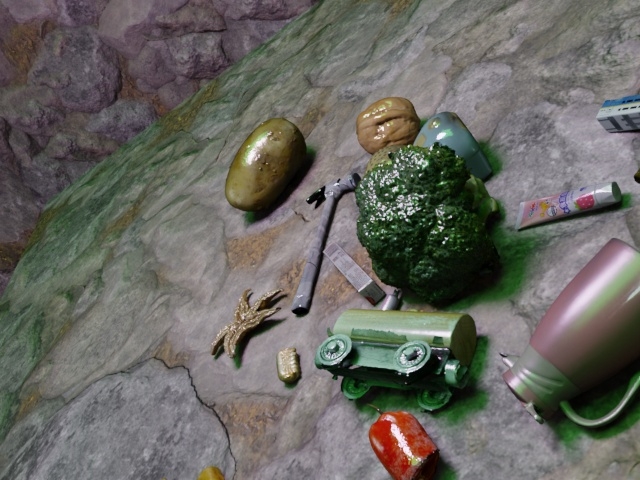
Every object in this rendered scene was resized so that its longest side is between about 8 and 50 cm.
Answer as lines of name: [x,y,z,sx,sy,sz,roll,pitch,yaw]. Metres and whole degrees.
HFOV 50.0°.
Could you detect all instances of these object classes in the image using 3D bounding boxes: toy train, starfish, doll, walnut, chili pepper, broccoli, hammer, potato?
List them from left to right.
starfish: [-0.177,0.189,1.640,0.227,0.043,0.240,-30,30,16]
potato: [-0.157,-0.216,1.970,0.307,0.173,0.210,-58,-2,-12]
hammer: [0.001,0.001,1.672,0.152,0.044,0.427,-21,38,33]
walnut: [0.172,-0.282,1.733,0.167,0.149,0.166,-6,72,18]
toy train: [0.128,0.184,1.203,0.307,0.126,0.189,-2,51,41]
chili pepper: [0.123,0.319,1.107,0.086,0.084,0.192,-30,34,-11]
doll: [0.218,-0.160,1.508,0.261,0.161,0.177,-32,34,13]
broccoli: [0.205,-0.049,1.321,0.283,0.303,0.321,-25,22,-34]
toy train: [0.607,-0.236,1.228,0.051,0.052,0.234,-55,23,-13]

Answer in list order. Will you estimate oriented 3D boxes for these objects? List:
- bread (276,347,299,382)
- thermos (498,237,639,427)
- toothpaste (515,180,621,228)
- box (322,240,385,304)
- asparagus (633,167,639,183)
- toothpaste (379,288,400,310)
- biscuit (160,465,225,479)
bread: [-0.067,0.262,1.436,0.049,0.033,0.088,-23,38,5]
thermos: [0.389,0.148,0.978,0.265,0.146,0.176,-48,56,7]
toothpaste: [0.446,-0.067,1.256,0.194,0.043,0.067,-17,43,45]
box: [0.070,0.068,1.497,0.039,0.055,0.218,-44,31,1]
asparagus: [0.673,-0.196,1.081,0.382,0.108,0.128,-42,63,-2]
toothpaste: [0.116,0.168,1.350,0.045,0.028,0.170,7,58,43]
biscuit: [-0.266,0.507,1.361,0.183,0.039,0.174,-43,29,-1]
